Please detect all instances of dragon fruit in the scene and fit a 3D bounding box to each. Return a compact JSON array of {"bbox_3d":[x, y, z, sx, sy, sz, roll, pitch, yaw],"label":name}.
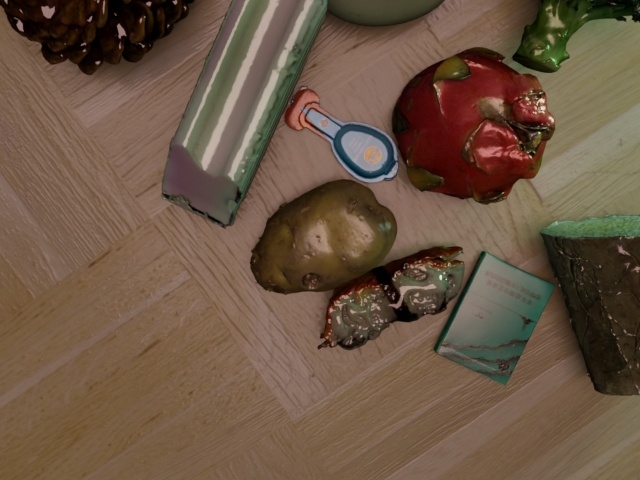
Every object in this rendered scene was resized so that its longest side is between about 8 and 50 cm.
[{"bbox_3d":[0.288,-0.213,1.486,0.305,0.226,0.306,0,98,-2],"label":"dragon fruit"}]

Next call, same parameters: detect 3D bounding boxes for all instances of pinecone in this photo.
[{"bbox_3d":[-0.386,-0.509,1.388,0.397,0.398,0.398,0,96,-1],"label":"pinecone"}]

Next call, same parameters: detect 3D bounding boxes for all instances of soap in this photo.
[{"bbox_3d":[-0.143,-0.249,1.452,0.156,0.261,0.446,24,96,-4],"label":"soap"}]

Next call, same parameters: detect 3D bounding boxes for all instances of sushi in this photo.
[{"bbox_3d":[0.137,0.112,1.563,0.332,0.124,0.130,-20,94,2],"label":"sushi"}]

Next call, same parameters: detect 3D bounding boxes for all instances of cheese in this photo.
[{"bbox_3d":[0.046,-0.203,1.575,0.256,0.037,0.106,34,93,-3],"label":"cheese"}]

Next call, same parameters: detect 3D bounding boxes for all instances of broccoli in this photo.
[{"bbox_3d":[0.465,-0.444,1.434,0.297,0.297,0.297,22,99,-3],"label":"broccoli"}]

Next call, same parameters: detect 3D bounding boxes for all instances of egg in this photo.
[{"bbox_3d":[0.114,-0.495,1.462,0.282,0.203,0.203,-2,96,1],"label":"egg"}]

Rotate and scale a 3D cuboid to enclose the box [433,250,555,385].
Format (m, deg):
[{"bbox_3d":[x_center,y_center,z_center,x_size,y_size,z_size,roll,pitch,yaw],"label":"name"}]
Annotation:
[{"bbox_3d":[0.348,0.156,1.614,0.160,0.042,0.226,25,95,-3],"label":"box"}]

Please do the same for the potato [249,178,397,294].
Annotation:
[{"bbox_3d":[0.000,0.000,1.541,0.296,0.141,0.192,-26,90,8],"label":"potato"}]

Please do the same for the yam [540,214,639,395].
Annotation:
[{"bbox_3d":[0.577,0.113,1.526,0.240,0.241,0.348,-18,99,1],"label":"yam"}]
